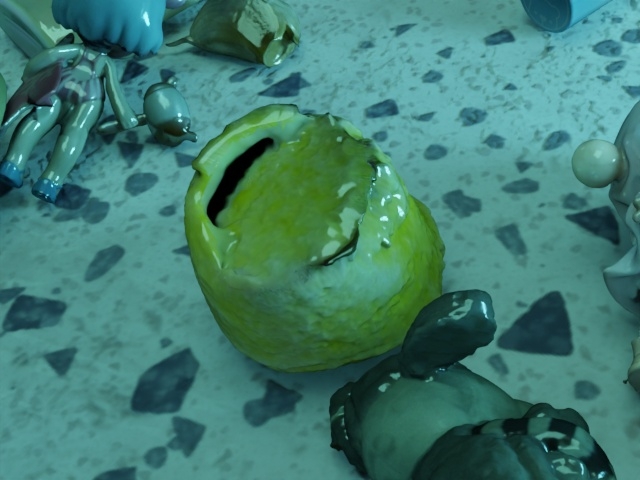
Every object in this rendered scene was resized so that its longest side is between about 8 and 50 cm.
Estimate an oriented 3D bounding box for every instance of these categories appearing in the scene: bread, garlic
[{"bbox_3d":[-0.003,0.001,0.842,0.197,0.170,0.197,-7,57,10],"label":"bread"},{"bbox_3d":[-0.085,-0.231,1.159,0.152,0.066,0.084,20,55,25],"label":"garlic"}]

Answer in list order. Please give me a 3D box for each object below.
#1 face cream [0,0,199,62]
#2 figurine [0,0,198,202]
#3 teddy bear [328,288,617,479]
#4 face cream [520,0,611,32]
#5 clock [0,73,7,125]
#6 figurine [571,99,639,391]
[{"bbox_3d":[-0.192,-0.314,1.253,0.348,0.081,0.173,-35,54,-21],"label":"face cream"},{"bbox_3d":[-0.211,-0.154,1.060,0.205,0.103,0.260,21,72,11],"label":"figurine"},{"bbox_3d":[0.105,0.131,0.700,0.144,0.171,0.251,3,35,-20],"label":"teddy bear"},{"bbox_3d":[0.317,-0.302,1.138,0.250,0.077,0.077,-33,48,-22],"label":"face cream"},{"bbox_3d":[-0.392,-0.083,1.046,0.235,0.029,0.235,-22,44,24],"label":"clock"},{"bbox_3d":[0.282,-0.015,0.827,0.200,0.133,0.276,12,53,7],"label":"figurine"}]
